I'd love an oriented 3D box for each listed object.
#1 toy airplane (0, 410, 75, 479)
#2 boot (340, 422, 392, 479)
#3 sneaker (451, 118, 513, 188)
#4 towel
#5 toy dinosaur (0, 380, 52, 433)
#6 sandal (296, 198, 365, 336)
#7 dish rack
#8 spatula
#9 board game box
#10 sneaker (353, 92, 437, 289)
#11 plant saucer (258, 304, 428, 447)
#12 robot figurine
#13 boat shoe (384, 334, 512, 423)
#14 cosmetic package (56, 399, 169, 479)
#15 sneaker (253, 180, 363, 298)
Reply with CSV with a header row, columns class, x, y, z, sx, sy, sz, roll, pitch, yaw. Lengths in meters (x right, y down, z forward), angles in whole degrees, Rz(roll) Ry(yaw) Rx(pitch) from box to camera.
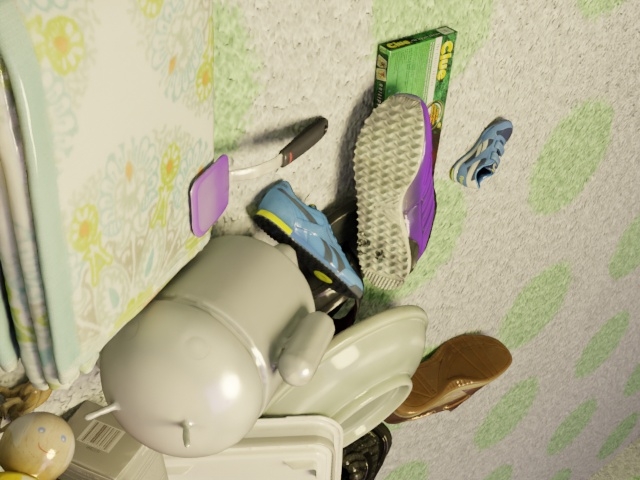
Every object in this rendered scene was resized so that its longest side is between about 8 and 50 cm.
class,x,y,z,sx,sy,sz,roll,pitch,yaw
toy airplane,-0.380,0.333,0.834,0.386,0.384,0.272,71,37,-57
boot,0.017,0.531,1.430,0.260,0.131,0.348,-20,130,-70
sneaker,0.296,-0.148,1.255,0.144,0.059,0.053,-50,139,0
towel,-0.205,-0.084,0.688,0.320,0.090,0.375,-57,157,-56
toy dinosaur,-0.380,0.200,0.919,0.092,0.053,0.183,-9,137,-58
sandal,-0.020,0.141,1.153,0.167,0.107,0.446,22,104,-51
dish rack,-0.128,0.405,1.171,0.332,0.072,0.286,-1,130,-4
spatula,-0.070,-0.095,0.903,0.296,0.030,0.084,-38,143,-44
board game box,0.135,-0.187,1.095,0.136,0.030,0.260,-21,134,-28
sneaker,0.125,-0.084,1.080,0.146,0.102,0.293,-33,133,-52
plant saucer,0.050,0.276,1.256,0.400,0.100,0.400,-30,154,-17
robot figurine,-0.132,0.124,0.885,0.353,0.299,0.200,-50,133,-57
boat shoe,0.277,0.317,1.589,0.342,0.123,0.123,-22,148,-30
cosmetic package,-0.296,0.356,1.035,0.107,0.127,0.238,-55,152,-48
sneaker,0.000,0.000,1.031,0.209,0.069,0.082,44,66,-20
